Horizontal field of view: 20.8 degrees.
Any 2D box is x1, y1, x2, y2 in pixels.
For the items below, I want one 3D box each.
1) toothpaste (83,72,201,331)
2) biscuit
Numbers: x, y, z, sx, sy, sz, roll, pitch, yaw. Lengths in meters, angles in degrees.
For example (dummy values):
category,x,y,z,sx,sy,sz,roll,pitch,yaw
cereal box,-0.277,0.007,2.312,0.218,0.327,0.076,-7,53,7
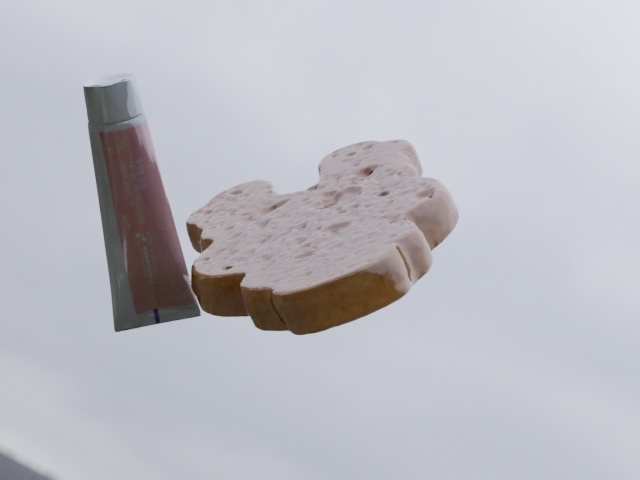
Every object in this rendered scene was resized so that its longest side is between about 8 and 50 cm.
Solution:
category,x,y,z,sx,sy,sz,roll,pitch,yaw
toothpaste,-0.138,-0.027,1.300,0.067,0.194,0.043,-11,19,-7
biscuit,0.000,0.000,1.298,0.334,0.202,0.047,-117,-173,-74
